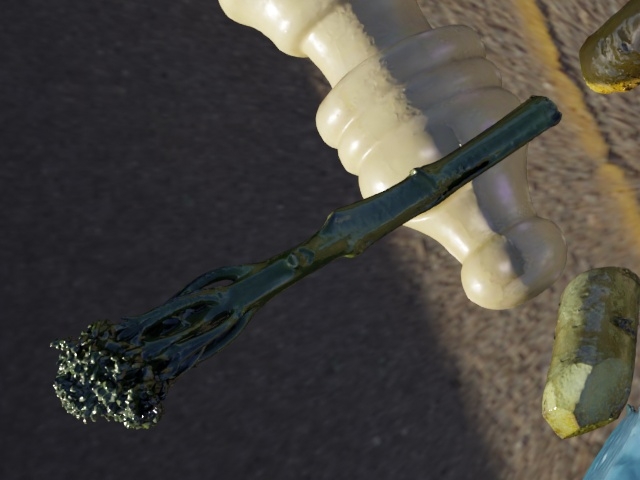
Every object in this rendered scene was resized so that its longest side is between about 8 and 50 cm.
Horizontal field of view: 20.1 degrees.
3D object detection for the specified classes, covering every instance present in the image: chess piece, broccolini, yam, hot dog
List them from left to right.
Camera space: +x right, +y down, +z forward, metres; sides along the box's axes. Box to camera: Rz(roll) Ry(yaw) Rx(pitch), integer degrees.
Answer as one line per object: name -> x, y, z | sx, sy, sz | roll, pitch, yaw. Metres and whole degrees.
broccolini -> -0.001, -0.001, 0.636 | 0.218, 0.044, 0.042 | -34, 87, -21
chess piece -> 0.058, -0.094, 1.134 | 0.124, 0.139, 0.307 | -44, 70, 31
yam -> 0.218, 0.086, 1.426 | 0.069, 0.146, 0.070 | 9, 139, 8
hot dog -> 0.199, -0.133, 0.860 | 0.047, 0.066, 0.215 | 49, 133, 3

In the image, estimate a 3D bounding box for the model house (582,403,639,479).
model house -> 0.287, 0.311, 1.619 | 0.215, 0.237, 0.303 | 40, 88, 6
